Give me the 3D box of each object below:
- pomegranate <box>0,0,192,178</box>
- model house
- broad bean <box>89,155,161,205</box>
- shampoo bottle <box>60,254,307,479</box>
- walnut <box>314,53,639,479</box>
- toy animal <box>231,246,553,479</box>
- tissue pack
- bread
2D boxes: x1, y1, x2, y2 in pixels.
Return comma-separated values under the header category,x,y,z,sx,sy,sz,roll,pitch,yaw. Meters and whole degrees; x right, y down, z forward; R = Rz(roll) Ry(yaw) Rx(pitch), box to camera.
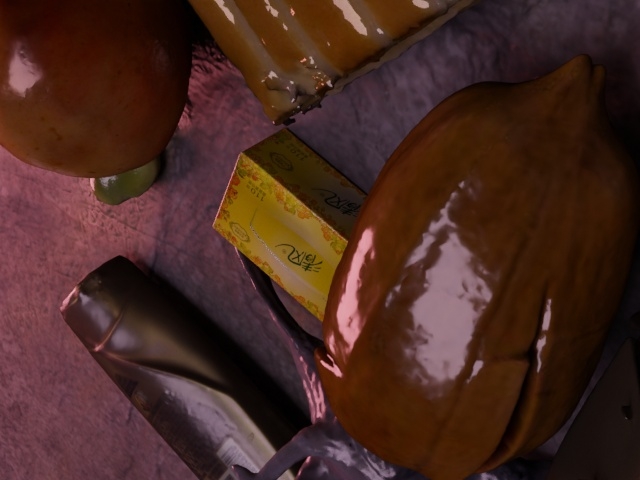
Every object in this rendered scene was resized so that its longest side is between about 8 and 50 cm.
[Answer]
category,x,y,z,sx,sy,sz,roll,pitch,yaw
pomegranate,-0.204,-0.153,1.100,0.209,0.209,0.209,21,127,31
model house,0.230,0.204,0.894,0.204,0.243,0.211,35,133,21
broad bean,-0.184,-0.069,1.248,0.063,0.045,0.083,50,129,5
shampoo bottle,-0.114,0.163,1.292,0.350,0.084,0.125,45,133,12
walnut,0.116,0.017,0.924,0.209,0.209,0.336,34,122,22
toy animal,0.015,0.165,1.110,0.367,0.206,0.081,34,161,21
tissue pack,0.000,0.000,1.111,0.176,0.062,0.095,42,135,16
bread,-0.006,-0.226,0.947,0.239,0.111,0.246,-28,97,50
